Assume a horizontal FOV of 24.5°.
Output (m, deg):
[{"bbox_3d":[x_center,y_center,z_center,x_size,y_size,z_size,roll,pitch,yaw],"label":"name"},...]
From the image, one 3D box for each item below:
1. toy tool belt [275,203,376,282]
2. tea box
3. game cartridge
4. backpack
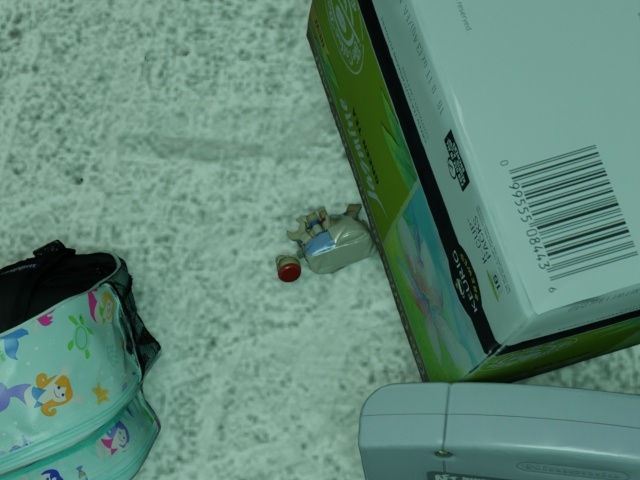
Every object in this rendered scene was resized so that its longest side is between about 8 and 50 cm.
[{"bbox_3d":[0.000,0.000,1.191,0.083,0.052,0.051,-21,45,0],"label":"toy tool belt"},{"bbox_3d":[0.151,-0.089,1.026,0.220,0.323,0.329,-16,76,-9],"label":"tea box"},{"bbox_3d":[0.179,0.165,1.050,0.297,0.198,0.062,5,57,9],"label":"game cartridge"},{"bbox_3d":[-0.236,0.115,1.093,0.225,0.253,0.191,-20,93,3],"label":"backpack"}]
